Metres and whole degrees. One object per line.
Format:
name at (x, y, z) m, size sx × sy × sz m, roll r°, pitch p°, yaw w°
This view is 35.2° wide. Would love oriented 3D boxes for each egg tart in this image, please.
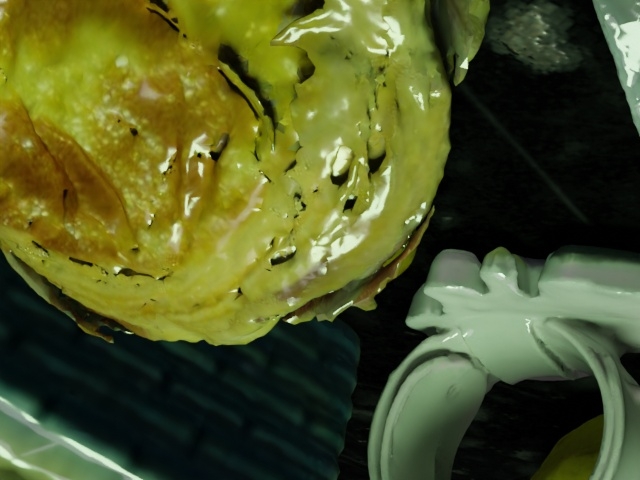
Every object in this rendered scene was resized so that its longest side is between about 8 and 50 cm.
egg tart at (-0.063, -0.093, 0.425) m, size 0.297 × 0.132 × 0.297 m, roll 11°, pitch 113°, yaw 27°

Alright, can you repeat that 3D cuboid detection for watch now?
watch at (0.153, 0.131, 0.730) m, size 0.244 × 0.231 × 0.196 m, roll -7°, pitch 147°, yaw 39°

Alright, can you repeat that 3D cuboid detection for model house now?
model house at (-0.186, 0.139, 0.707) m, size 0.395 × 0.400 × 0.445 m, roll 29°, pitch 168°, yaw -12°

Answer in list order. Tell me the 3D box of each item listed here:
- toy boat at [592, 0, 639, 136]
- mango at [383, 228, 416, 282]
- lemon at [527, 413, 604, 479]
toy boat at (0.232, -0.099, 0.389) m, size 0.294 × 0.111 × 0.276 m, roll -26°, pitch 136°, yaw 34°
mango at (0.000, 0.000, 0.702) m, size 0.103 × 0.076 × 0.161 m, roll 20°, pitch 157°, yaw -28°
lemon at (0.333, 0.292, 0.937) m, size 0.297 × 0.297 × 0.297 m, roll 9°, pitch 155°, yaw 4°
